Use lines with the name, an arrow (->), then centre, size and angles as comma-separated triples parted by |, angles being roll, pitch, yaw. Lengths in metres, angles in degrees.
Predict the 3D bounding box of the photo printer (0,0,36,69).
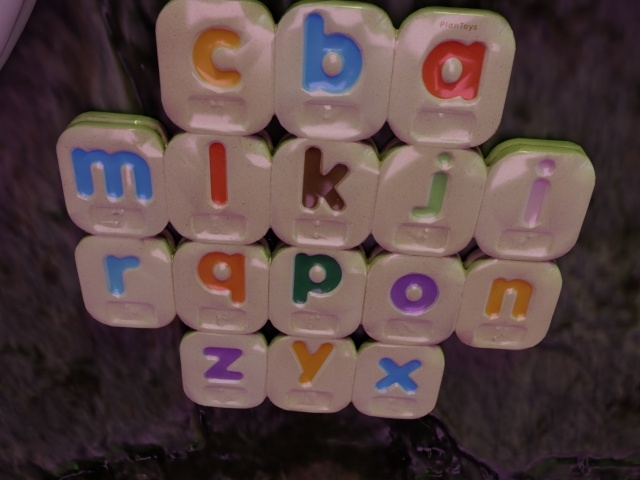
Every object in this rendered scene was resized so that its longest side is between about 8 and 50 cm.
photo printer -> -0.247, -0.174, 0.256 | 0.307, 0.107, 0.256 | 25, 124, -15

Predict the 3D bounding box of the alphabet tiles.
alphabet tiles -> 0.000, 0.000, 0.421 | 0.284, 0.021, 0.278 | 4, 126, 1
